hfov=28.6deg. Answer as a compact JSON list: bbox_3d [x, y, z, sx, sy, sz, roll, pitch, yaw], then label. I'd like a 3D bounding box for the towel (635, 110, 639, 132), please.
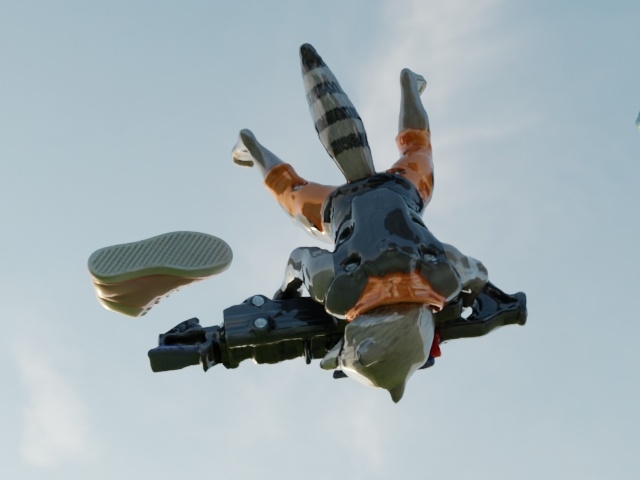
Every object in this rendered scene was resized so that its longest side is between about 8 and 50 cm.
[{"bbox_3d":[0.556,-0.110,1.453,0.271,0.370,0.040,25,-97,-10],"label":"towel"}]

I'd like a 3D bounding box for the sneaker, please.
[{"bbox_3d":[-0.150,0.034,1.177,0.134,0.051,0.070,-8,-40,-13],"label":"sneaker"}]

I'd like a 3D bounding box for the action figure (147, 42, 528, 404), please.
[{"bbox_3d":[0.000,0.000,1.107,0.341,0.330,0.178,-13,-40,-7],"label":"action figure"}]
